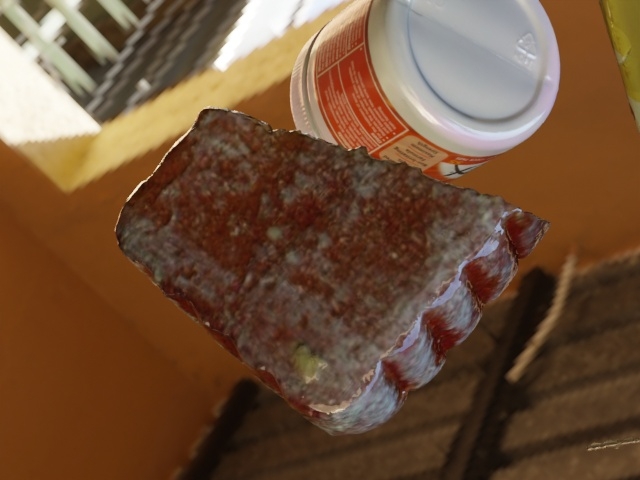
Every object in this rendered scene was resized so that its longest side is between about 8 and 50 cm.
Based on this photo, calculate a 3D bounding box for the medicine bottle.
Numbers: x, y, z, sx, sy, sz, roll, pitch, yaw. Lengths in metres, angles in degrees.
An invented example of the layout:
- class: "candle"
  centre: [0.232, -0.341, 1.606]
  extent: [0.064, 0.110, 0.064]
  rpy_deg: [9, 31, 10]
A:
- class: "medicine bottle"
  centre: [0.125, -0.196, 1.847]
  extent: [0.252, 0.252, 0.241]
  rpy_deg: [-57, -165, -29]

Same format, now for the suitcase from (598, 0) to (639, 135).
- class: "suitcase"
  centre: [0.271, -0.201, 1.110]
  extent: [0.143, 0.235, 0.194]
  rpy_deg: [-13, -137, 14]

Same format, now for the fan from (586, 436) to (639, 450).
- class: "fan"
  centre: [0.397, 0.182, 1.497]
  extent: [0.329, 0.009, 0.191]
  rpy_deg: [-18, -160, 39]

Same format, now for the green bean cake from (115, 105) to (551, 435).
- class: "green bean cake"
  centre: [0.000, 0.000, 1.004]
  extent: [0.232, 0.097, 0.198]
  rpy_deg: [34, -98, 25]
